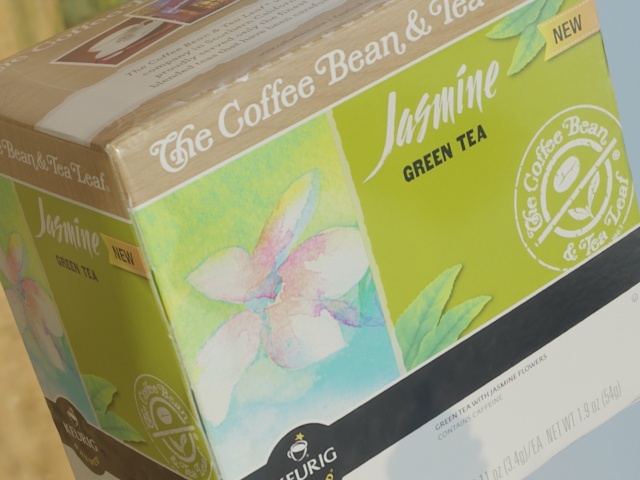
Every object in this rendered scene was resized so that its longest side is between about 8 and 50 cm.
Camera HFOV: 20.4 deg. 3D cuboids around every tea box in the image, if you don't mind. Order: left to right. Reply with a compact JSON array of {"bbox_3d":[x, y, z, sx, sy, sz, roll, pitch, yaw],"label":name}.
[{"bbox_3d":[0.000,0.000,1.069,0.220,0.329,0.323,17,-48,52],"label":"tea box"}]
